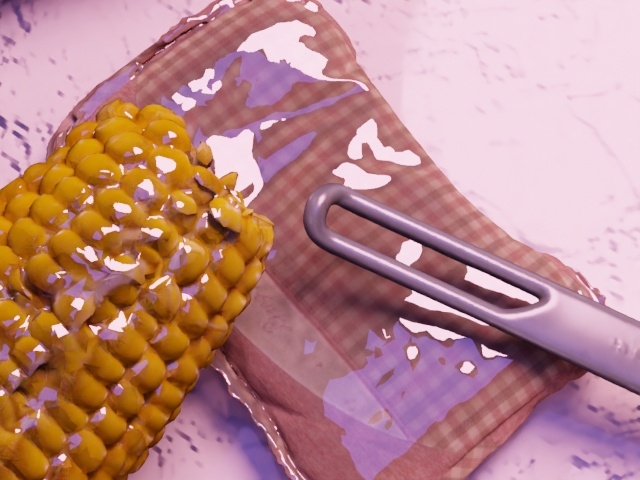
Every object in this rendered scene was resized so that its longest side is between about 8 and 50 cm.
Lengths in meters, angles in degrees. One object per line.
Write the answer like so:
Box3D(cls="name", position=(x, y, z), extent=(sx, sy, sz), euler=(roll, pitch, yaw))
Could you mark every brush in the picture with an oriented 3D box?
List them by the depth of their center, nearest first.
Box3D(cls="brush", position=(0.115, 0.043, 0.639), extent=(0.266, 0.027, 0.062), euler=(26, 73, 0))

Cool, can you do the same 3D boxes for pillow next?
Box3D(cls="pillow", position=(-0.003, 0.001, 0.671), extent=(0.135, 0.034, 0.211), euler=(-40, 74, -9))

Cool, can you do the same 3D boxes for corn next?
Box3D(cls="corn", position=(-0.138, 0.089, 0.602), extent=(0.115, 0.115, 0.318), euler=(35, 82, 11))
